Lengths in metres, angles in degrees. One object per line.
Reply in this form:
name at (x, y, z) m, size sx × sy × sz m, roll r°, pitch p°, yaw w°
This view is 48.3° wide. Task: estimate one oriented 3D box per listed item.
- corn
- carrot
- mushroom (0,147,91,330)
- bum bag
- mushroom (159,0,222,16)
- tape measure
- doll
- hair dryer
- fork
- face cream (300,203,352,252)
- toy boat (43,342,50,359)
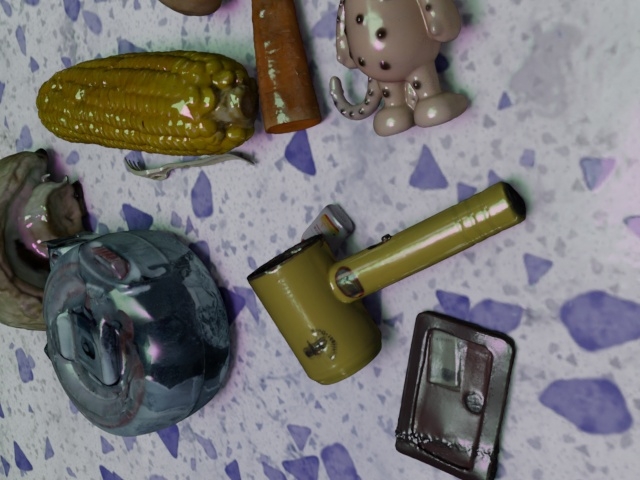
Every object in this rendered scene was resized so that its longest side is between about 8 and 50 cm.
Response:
corn at (-0.212, -0.158, 0.831) m, size 0.363 × 0.120 × 0.120 m, roll 7°, pitch 105°, yaw 38°
carrot at (-0.044, -0.217, 0.726) m, size 0.061 × 0.061 × 0.209 m, roll -8°, pitch 92°, yaw 40°
mushroom at (-0.447, 0.008, 1.033) m, size 0.190 × 0.164 × 0.266 m, roll -7°, pitch 97°, yaw 39°
bum bag at (0.131, 0.154, 0.699) m, size 0.109 × 0.026 × 0.159 m, roll 17°, pitch 106°, yaw 35°
mushroom at (-0.103, -0.372, 0.683) m, size 0.159 × 0.122 × 0.328 m, roll 60°, pitch 136°, yaw 44°
tape measure at (-0.248, 0.116, 0.911) m, size 0.275 × 0.147 × 0.256 m, roll 5°, pitch 105°, yaw 39°
doll at (0.048, -0.229, 0.617) m, size 0.154 × 0.119 × 0.277 m, roll 5°, pitch 114°, yaw 39°
hair dryer at (0.068, 0.033, 0.677) m, size 0.279 × 0.090 × 0.134 m, roll -28°, pitch 95°, yaw 30°
fork at (-0.161, -0.088, 0.869) m, size 0.220 × 0.034 × 0.028 m, roll 3°, pitch 77°, yaw 37°
face cream at (0.000, 0.000, 0.763) m, size 0.040 × 0.021 × 0.083 m, roll 51°, pitch 127°, yaw 15°
toy boat at (-0.382, 0.177, 1.094) m, size 0.141 × 0.060 × 0.055 m, roll 17°, pitch 112°, yaw 42°
